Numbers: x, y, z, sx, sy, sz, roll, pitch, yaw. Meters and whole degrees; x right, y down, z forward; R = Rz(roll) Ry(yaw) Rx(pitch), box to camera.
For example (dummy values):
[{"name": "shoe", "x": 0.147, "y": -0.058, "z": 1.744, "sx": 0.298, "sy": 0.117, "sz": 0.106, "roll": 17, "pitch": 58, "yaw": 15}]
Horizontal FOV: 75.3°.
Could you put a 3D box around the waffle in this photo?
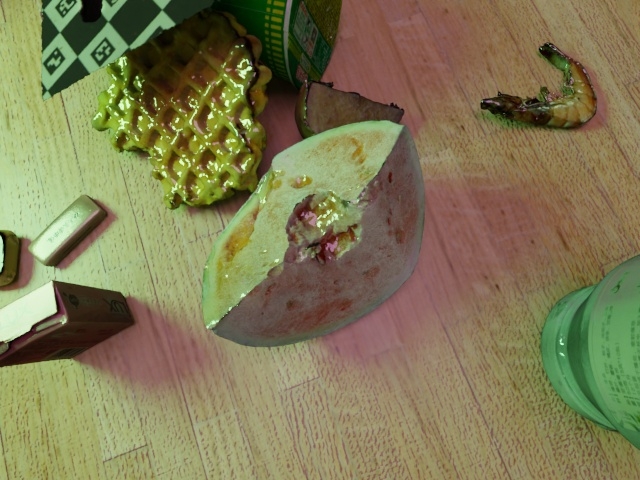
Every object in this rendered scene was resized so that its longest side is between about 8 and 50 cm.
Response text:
[{"name": "waffle", "x": -0.199, "y": -0.186, "z": 0.595, "sx": 0.300, "sy": 0.058, "sz": 0.282, "roll": 25, "pitch": 108, "yaw": 17}]

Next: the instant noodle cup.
[{"name": "instant noodle cup", "x": -0.107, "y": -0.358, "z": 0.627, "sx": 0.232, "sy": 0.207, "sz": 0.207, "roll": 19, "pitch": 77, "yaw": 14}]

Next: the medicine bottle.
[{"name": "medicine bottle", "x": 0.401, "y": 0.126, "z": 0.438, "sx": 0.244, "sy": 0.290, "sz": 0.245, "roll": 0, "pitch": 74, "yaw": 1}]

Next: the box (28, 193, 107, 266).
[{"name": "box", "x": -0.379, "y": -0.016, "z": 0.622, "sx": 0.048, "sy": 0.025, "sz": 0.115, "roll": 41, "pitch": 80, "yaw": 8}]

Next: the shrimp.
[{"name": "shrimp", "x": 0.343, "y": -0.251, "z": 0.659, "sx": 0.195, "sy": 0.035, "sz": 0.148, "roll": 3, "pitch": 79, "yaw": -5}]

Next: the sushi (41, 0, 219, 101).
[{"name": "sushi", "x": -0.235, "y": -0.346, "z": 0.541, "sx": 0.293, "sy": 0.059, "sz": 0.292, "roll": -17, "pitch": 73, "yaw": 15}]

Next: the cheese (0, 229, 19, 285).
[{"name": "cheese", "x": -0.531, "y": 0.032, "z": 0.607, "sx": 0.162, "sy": 0.036, "sz": 0.086, "roll": -6, "pitch": 79, "yaw": 0}]

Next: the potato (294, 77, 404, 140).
[{"name": "potato", "x": 0.032, "y": -0.175, "z": 0.638, "sx": 0.171, "sy": 0.089, "sz": 0.101, "roll": 2, "pitch": 97, "yaw": -30}]

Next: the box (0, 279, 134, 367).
[{"name": "box", "x": -0.328, "y": 0.106, "z": 0.525, "sx": 0.111, "sy": 0.156, "sz": 0.060, "roll": -27, "pitch": 78, "yaw": -3}]

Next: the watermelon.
[{"name": "watermelon", "x": -0.003, "y": -0.004, "z": 0.563, "sx": 0.321, "sy": 0.188, "sz": 0.175, "roll": -36, "pitch": 45, "yaw": -2}]
